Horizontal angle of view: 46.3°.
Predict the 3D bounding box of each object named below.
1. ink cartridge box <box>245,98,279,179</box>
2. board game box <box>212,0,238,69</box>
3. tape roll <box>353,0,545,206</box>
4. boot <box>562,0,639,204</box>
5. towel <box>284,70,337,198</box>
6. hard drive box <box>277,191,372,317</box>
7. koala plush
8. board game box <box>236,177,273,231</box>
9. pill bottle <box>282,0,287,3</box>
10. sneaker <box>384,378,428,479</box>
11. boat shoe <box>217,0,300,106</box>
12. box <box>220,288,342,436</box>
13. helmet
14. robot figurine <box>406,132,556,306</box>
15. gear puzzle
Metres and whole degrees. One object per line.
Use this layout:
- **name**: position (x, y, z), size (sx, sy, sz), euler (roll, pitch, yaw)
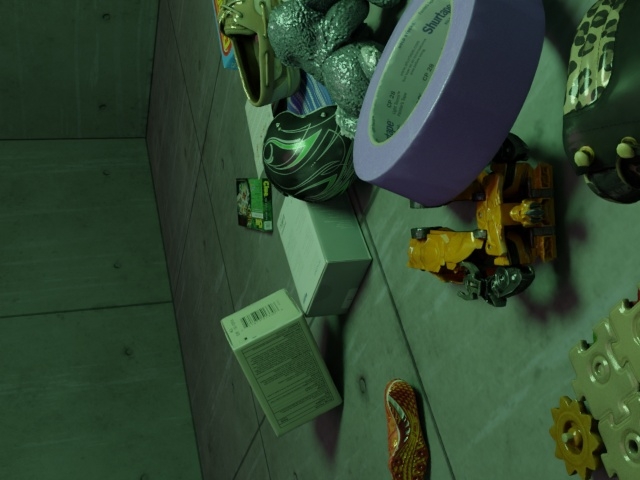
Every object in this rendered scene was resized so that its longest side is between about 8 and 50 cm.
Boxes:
- **ink cartridge box**: position (-0.121, -0.283, 1.746), size (0.181, 0.056, 0.225), euler (118, 142, -54)
- **board game box**: position (-0.140, -0.581, 1.626), size (0.302, 0.086, 0.308), euler (-41, 55, 52)
- **tape roll**: position (0.138, -0.182, 0.868), size (0.275, 0.090, 0.275), euler (-160, 90, -75)
- **boot**: position (0.304, -0.063, 0.512), size (0.284, 0.138, 0.377), euler (165, 104, -68)
- **towel**: position (-0.036, -0.200, 1.555), size (0.336, 0.040, 0.243), euler (109, 149, -47)
- **hard drive box**: position (0.000, 0.000, 1.421), size (0.181, 0.089, 0.232), euler (111, 149, -50)
- **koala plush**: position (0.043, -0.275, 1.145), size (0.221, 0.203, 0.196), euler (64, 153, 21)
- **board game box**: position (-0.177, -0.098, 1.973), size (0.259, 0.030, 0.136), euler (-166, 76, -69)
- **pill bottle**: position (-0.024, -0.483, 1.370), size (0.108, 0.108, 0.180), euler (-115, 29, -45)
- **sneaker**: position (0.134, 0.305, 1.180), size (0.067, 0.064, 0.175), euler (88, -179, -83)
- **boat shoe**: position (-0.136, -0.432, 1.454), size (0.121, 0.110, 0.341), euler (1, 115, 48)
- **box**: position (-0.077, 0.239, 1.473), size (0.232, 0.148, 0.127), euler (68, 170, -27)
- **helmet**: position (-0.004, -0.150, 1.300), size (0.161, 0.169, 0.169), euler (7, 102, 38)
- **robot figurine**: position (0.188, -0.033, 0.913), size (0.291, 0.085, 0.211), euler (-176, 83, -70)
- **gear puzzle**: position (0.307, 0.142, 0.686), size (0.339, 0.044, 0.175), euler (112, 151, -51)
